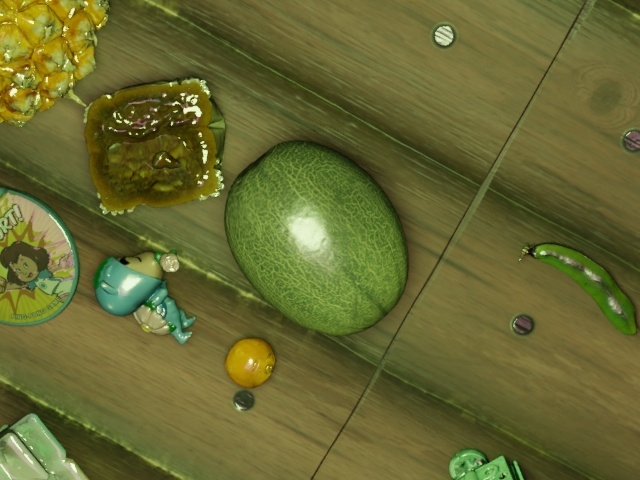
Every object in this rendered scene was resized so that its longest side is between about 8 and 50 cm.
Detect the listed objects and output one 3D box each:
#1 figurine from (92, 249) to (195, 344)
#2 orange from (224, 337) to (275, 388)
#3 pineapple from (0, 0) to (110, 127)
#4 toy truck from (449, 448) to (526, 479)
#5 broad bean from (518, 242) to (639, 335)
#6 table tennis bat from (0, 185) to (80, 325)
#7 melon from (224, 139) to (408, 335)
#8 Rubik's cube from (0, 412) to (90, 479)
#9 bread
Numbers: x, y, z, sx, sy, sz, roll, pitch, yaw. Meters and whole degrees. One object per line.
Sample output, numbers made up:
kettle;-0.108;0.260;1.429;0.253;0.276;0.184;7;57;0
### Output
figurine;-0.264;0.076;1.570;0.178;0.114;0.144;41;93;-16
orange;-0.111;0.193;1.587;0.083;0.083;0.084;1;100;3
pineapple;-0.463;-0.286;1.393;0.344;0.286;0.209;-47;70;10
toy truck;0.212;0.459;1.582;0.278;0.155;0.156;-33;105;9
broad bean;0.413;0.066;1.553;0.226;0.039;0.069;34;94;-2
table tennis bat;-0.532;-0.003;1.600;0.215;0.044;0.329;-44;97;11
melon;0.000;0.000;1.465;0.237;0.237;0.302;-38;100;9
Rubik's cube;-0.492;0.470;1.518;0.387;0.368;0.358;-35;98;12
bread;-0.251;-0.144;1.519;0.209;0.110;0.192;-7;101;5
